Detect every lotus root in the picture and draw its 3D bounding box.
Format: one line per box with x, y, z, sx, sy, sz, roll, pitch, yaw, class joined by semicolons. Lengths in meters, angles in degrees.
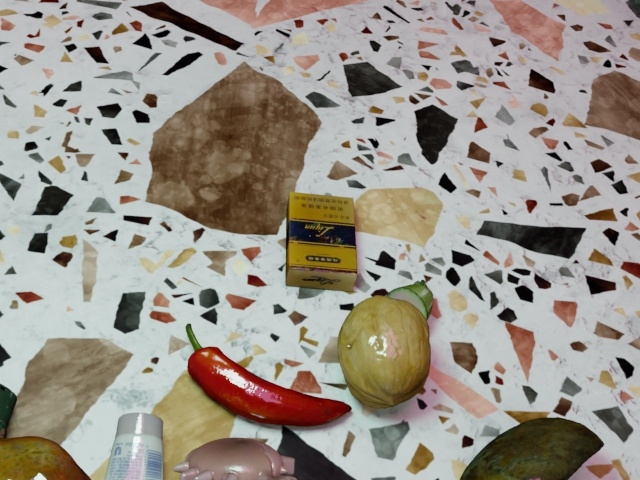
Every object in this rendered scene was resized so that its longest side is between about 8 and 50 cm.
0.367;0.420;1.736;0.314;0.210;0.142;-22;67;-44;lotus root

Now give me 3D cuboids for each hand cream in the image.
-0.323;0.430;1.647;0.133;0.083;0.247;6;58;-6;hand cream

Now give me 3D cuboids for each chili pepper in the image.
-0.127;0.286;1.816;0.369;0.091;0.137;29;30;5;chili pepper

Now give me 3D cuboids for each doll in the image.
-0.142;0.394;1.633;0.262;0.093;0.211;4;4;44;doll

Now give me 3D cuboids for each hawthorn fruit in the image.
-0.485;0.410;1.537;0.208;0.208;0.248;-24;57;-30;hawthorn fruit

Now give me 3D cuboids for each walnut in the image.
0.126;0.220;1.842;0.195;0.195;0.221;1;52;-11;walnut

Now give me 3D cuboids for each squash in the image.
0.210;0.129;2.028;0.105;0.105;0.132;34;32;18;squash

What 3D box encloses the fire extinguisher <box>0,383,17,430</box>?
-0.612;0.381;1.596;0.096;0.114;0.311;4;48;6;fire extinguisher

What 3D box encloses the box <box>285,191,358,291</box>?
0.000;0.000;2.102;0.152;0.070;0.237;6;45;-7;box
